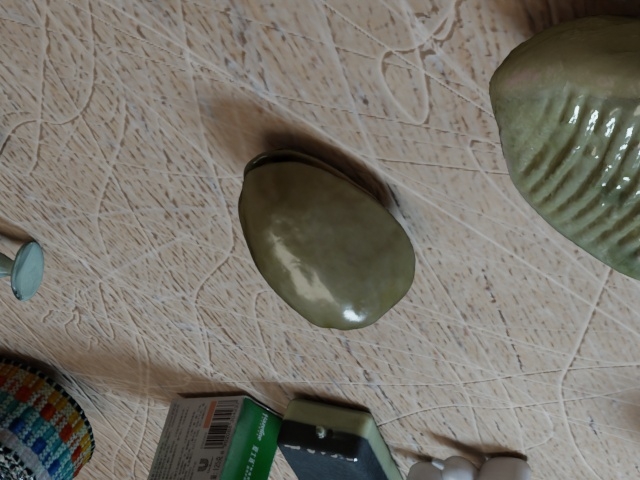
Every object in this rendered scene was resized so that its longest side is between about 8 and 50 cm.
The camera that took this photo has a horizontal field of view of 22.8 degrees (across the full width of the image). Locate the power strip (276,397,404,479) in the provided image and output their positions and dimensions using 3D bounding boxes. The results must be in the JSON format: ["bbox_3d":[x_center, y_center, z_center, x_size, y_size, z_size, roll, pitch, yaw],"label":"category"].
[{"bbox_3d":[0.029,0.263,1.860,0.105,0.070,0.256,8,154,18],"label":"power strip"}]

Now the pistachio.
[{"bbox_3d":[0.000,0.000,1.307,0.126,0.108,0.185,-29,123,29],"label":"pistachio"}]

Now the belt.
[{"bbox_3d":[-0.429,0.251,2.054,0.295,0.160,0.207,-7,125,43],"label":"belt"}]

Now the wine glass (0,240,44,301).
[{"bbox_3d":[-0.371,0.022,1.654,0.155,0.073,0.073,11,154,16],"label":"wine glass"}]

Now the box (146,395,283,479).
[{"bbox_3d":[-0.135,0.286,1.867,0.135,0.199,0.081,-7,146,45],"label":"box"}]

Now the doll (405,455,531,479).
[{"bbox_3d":[0.172,0.287,1.813,0.160,0.059,0.161,9,154,22],"label":"doll"}]

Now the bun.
[{"bbox_3d":[0.222,-0.062,1.000,0.237,0.116,0.210,30,154,17],"label":"bun"}]
